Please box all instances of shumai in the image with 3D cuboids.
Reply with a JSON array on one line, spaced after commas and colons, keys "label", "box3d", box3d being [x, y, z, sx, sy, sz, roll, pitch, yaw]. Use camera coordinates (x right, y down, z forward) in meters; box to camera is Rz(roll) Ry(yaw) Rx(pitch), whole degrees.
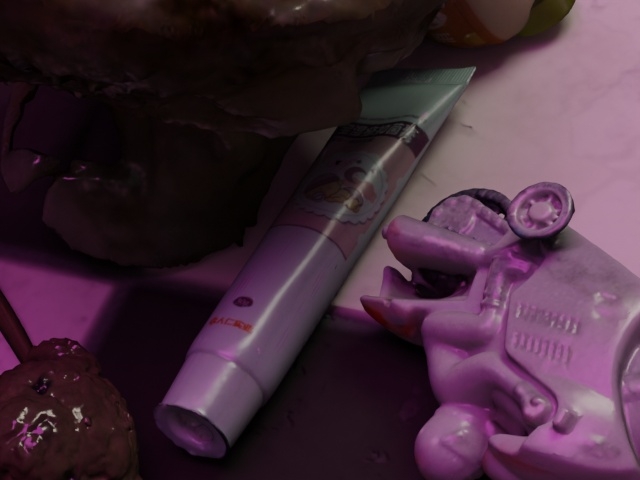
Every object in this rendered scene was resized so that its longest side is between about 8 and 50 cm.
[{"label": "shumai", "box3d": [-0.095, -0.189, 1.055, 0.395, 0.348, 0.395, 5, 64, -11]}]

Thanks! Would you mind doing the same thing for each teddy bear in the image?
[{"label": "teddy bear", "box3d": [-0.193, 0.136, 0.940, 0.190, 0.140, 0.177, -19, 74, -15]}]

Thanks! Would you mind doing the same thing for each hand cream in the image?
[{"label": "hand cream", "box3d": [0.000, 0.000, 1.059, 0.085, 0.058, 0.331, 0, 42, 39]}]

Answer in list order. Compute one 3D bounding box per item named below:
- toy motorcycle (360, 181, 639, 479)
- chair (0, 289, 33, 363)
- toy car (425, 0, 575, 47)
[{"label": "toy motorcycle", "box3d": [0.116, 0.071, 0.938, 0.171, 0.110, 0.260, -45, 49, -10]}, {"label": "chair", "box3d": [-0.309, -0.015, 1.054, 0.166, 0.188, 0.272, -29, 53, -13]}, {"label": "toy car", "box3d": [0.054, -0.224, 1.201, 0.235, 0.145, 0.235, -20, 46, 22]}]
